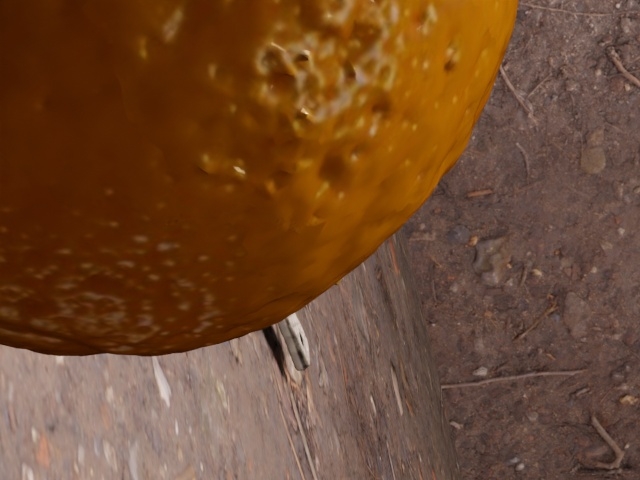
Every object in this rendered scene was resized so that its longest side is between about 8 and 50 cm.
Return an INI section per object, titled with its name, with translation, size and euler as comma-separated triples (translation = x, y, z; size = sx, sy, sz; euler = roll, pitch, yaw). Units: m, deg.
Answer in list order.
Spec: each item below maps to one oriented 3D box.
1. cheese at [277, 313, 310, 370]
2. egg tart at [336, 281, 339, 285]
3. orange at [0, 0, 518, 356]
[cheese]
translation = -0.048, 0.054, 1.467
size = 0.235, 0.049, 0.127
euler = 71, 9, -47
[egg tart]
translation = 0.000, 0.000, 1.838
size = 0.130, 0.052, 0.130
euler = -11, 90, -83
[orange]
translation = -0.073, -0.108, 0.565
size = 0.293, 0.340, 0.341
euler = 43, 27, -29
